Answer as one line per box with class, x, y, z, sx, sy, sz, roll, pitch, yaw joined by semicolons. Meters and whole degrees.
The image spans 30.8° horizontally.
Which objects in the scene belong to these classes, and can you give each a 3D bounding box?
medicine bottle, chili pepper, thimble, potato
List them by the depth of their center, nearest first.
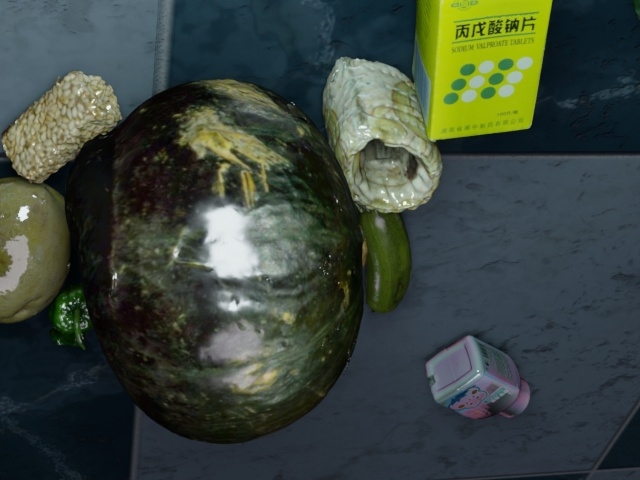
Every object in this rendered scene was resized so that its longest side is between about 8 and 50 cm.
medicine bottle;0.186;-0.254;1.390;0.137;0.141;0.250;-6;141;-3
thimble;0.075;-0.138;1.502;0.137;0.143;0.190;-19;141;11
potato;-0.426;0.014;1.565;0.178;0.160;0.235;8;131;-49
chili pepper;-0.358;0.112;1.694;0.074;0.100;0.257;20;166;-6
medicine bottle;0.289;0.255;2.083;0.119;0.094;0.188;-37;135;27

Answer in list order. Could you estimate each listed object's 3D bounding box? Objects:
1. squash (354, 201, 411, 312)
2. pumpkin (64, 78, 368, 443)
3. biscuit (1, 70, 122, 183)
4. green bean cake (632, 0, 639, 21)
squash;0.098;0.027;1.770;0.080;0.071;0.318;-10;142;0
pumpkin;-0.115;0.025;1.412;0.344;0.454;0.454;-14;142;-3
biscuit;-0.326;-0.142;1.454;0.168;0.082;0.070;-35;161;26
green bean cake;0.543;-0.256;1.339;0.300;0.307;0.169;-30;136;20
